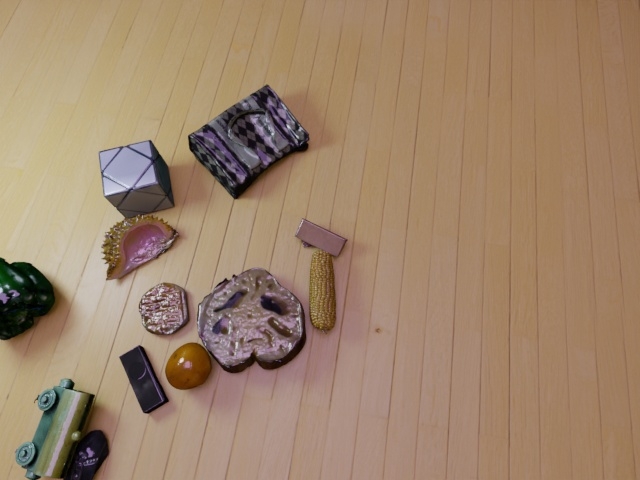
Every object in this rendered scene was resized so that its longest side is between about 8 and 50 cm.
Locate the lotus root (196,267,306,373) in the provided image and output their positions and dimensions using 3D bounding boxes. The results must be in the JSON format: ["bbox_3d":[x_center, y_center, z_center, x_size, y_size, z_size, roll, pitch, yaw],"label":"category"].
[{"bbox_3d":[-0.241,0.277,1.595,0.390,0.111,0.375,4,67,5],"label":"lotus root"}]

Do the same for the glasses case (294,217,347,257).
[{"bbox_3d":[0.000,0.000,1.728,0.193,0.070,0.102,26,99,8],"label":"glasses case"}]

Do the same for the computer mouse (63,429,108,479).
[{"bbox_3d":[-0.757,0.708,1.452,0.105,0.062,0.192,17,68,7],"label":"computer mouse"}]

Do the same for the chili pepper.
[{"bbox_3d":[-1.092,0.189,1.575,0.256,0.233,0.248,39,70,21],"label":"chili pepper"}]

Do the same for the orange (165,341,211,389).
[{"bbox_3d":[-0.438,0.425,1.516,0.136,0.159,0.159,44,70,-28],"label":"orange"}]

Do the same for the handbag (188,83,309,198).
[{"bbox_3d":[-0.276,-0.401,1.836,0.416,0.180,0.317,-41,82,-19],"label":"handbag"}]

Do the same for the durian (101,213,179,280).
[{"bbox_3d":[-0.729,-0.011,1.720,0.305,0.185,0.195,-41,50,-6],"label":"durian"}]

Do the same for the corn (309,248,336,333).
[{"bbox_3d":[0.005,0.188,1.629,0.101,0.101,0.310,-3,66,0],"label":"corn"}]

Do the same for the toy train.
[{"bbox_3d":[-0.832,0.608,1.453,0.189,0.126,0.308,7,67,10],"label":"toy train"}]

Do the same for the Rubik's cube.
[{"bbox_3d":[-0.704,-0.232,1.744,0.207,0.205,0.205,-13,69,-6],"label":"Rubik's cube"}]

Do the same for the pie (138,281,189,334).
[{"bbox_3d":[-0.570,0.249,1.639,0.195,0.046,0.195,0,68,-1],"label":"pie"}]

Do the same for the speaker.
[{"bbox_3d":[-0.606,0.474,1.551,0.082,0.044,0.218,-29,71,-10],"label":"speaker"}]
